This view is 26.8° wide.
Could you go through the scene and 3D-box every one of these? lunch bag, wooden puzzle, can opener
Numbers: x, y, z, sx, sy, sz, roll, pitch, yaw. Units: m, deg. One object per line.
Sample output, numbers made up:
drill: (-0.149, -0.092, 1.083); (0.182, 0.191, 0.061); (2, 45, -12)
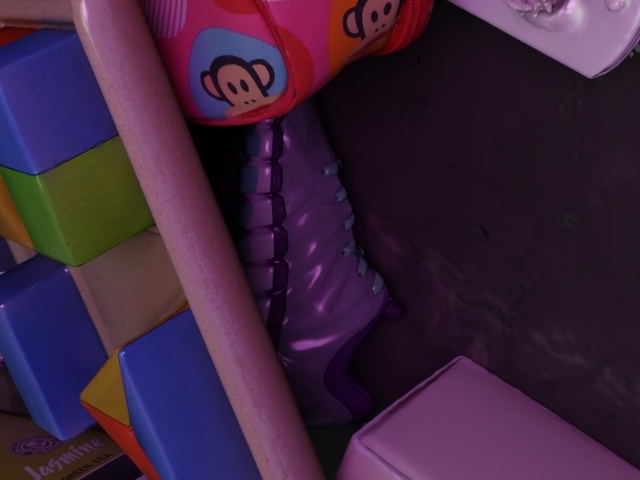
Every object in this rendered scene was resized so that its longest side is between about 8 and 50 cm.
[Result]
lunch bag: (-0.094, -0.187, 0.630); (0.293, 0.120, 0.258); (11, 130, 57)
wooden puzzle: (-0.135, 0.005, 0.699); (0.348, 0.080, 0.322); (21, 136, 58)
can opener: (0.054, -0.163, 0.646); (0.280, 0.093, 0.074); (33, 121, 29)

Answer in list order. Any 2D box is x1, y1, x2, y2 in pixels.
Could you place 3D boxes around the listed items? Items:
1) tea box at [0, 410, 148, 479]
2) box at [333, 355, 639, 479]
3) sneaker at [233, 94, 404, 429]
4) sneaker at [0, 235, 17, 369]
tea box: (-0.230, 0.276, 0.832); (0.323, 0.329, 0.220); (6, 111, 33)
box: (0.068, 0.208, 0.737); (0.148, 0.127, 0.232); (34, 122, 20)
sneaker: (0.000, 0.000, 0.757); (0.098, 0.083, 0.224); (3, 100, -7)
sneaker: (-0.307, 0.030, 0.938); (0.282, 0.099, 0.153); (-9, 100, 32)
